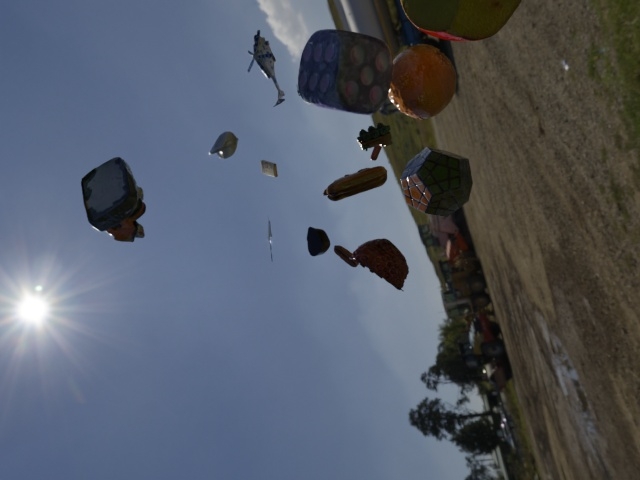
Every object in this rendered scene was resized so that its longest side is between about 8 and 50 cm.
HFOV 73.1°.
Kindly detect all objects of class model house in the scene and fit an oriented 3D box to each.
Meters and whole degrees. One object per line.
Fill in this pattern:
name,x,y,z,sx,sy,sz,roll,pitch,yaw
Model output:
model house,-0.725,-0.119,1.631,0.271,0.190,0.301,56,174,36

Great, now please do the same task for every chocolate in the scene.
chocolate,0.000,0.000,2.138,0.080,0.125,0.149,-8,-87,-40

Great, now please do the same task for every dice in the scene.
dice,0.091,-0.629,1.635,0.271,0.270,0.270,-3,-69,-36

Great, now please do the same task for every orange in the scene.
orange,0.481,-0.757,2.040,0.340,0.293,0.341,18,-131,-22

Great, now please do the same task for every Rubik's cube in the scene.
Rubik's cube,0.514,-0.260,1.907,0.319,0.264,0.319,5,-96,-55

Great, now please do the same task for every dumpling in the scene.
dumpling,-0.433,-0.419,1.928,0.092,0.150,0.176,43,-151,-40

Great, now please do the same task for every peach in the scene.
peach,0.493,-0.851,1.528,0.380,0.306,0.242,41,142,27

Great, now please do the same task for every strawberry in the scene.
strawberry,0.247,0.063,1.813,0.280,0.150,0.253,32,-172,-27

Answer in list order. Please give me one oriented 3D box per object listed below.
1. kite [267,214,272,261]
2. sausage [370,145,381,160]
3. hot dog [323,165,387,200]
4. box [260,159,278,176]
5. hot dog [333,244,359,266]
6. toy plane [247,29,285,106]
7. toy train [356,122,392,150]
kite,-0.270,-0.011,2.311,0.229,0.012,0.250,151,115,-78
sausage,0.322,-0.518,2.475,0.041,0.039,0.131,22,-90,-42
hot dog,0.170,-0.289,2.153,0.135,0.337,0.100,70,-179,-73
box,-0.279,-0.389,2.326,0.020,0.149,0.073,-22,-61,-31
hot dog,0.121,0.070,2.019,0.144,0.062,0.038,38,-136,8
toy plane,-0.203,-0.713,1.784,0.273,0.182,0.107,51,-128,-5
toy train,0.156,-0.297,1.251,0.044,0.103,0.064,-116,8,-53
